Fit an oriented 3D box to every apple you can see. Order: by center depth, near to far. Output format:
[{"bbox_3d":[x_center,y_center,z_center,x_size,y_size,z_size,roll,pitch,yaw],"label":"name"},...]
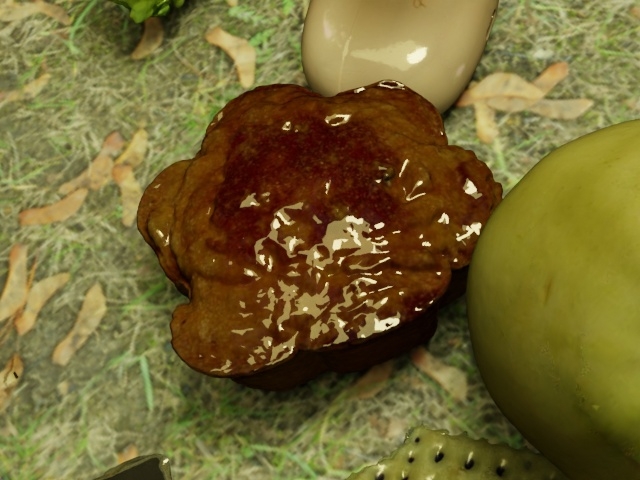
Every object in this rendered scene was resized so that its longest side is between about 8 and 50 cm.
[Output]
[{"bbox_3d":[0.218,0.049,0.694,0.263,0.262,0.262,-4,63,9],"label":"apple"}]

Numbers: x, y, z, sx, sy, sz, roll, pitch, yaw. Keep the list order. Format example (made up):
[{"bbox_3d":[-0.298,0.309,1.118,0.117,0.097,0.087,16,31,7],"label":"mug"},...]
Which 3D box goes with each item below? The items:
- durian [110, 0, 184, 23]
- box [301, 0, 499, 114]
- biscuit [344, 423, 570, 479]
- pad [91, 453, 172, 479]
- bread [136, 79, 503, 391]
[{"bbox_3d":[-0.105,-0.368,0.996,0.340,0.204,0.256,-40,51,-6],"label":"durian"},{"bbox_3d":[0.065,-0.184,0.931,0.146,0.088,0.200,14,67,16],"label":"box"},{"bbox_3d":[0.103,0.182,0.757,0.203,0.016,0.144,11,45,15],"label":"biscuit"},{"bbox_3d":[-0.195,0.249,0.780,0.233,0.022,0.174,-23,44,0],"label":"pad"},{"bbox_3d":[0.002,-0.012,0.831,0.247,0.135,0.232,-22,62,0],"label":"bread"}]
